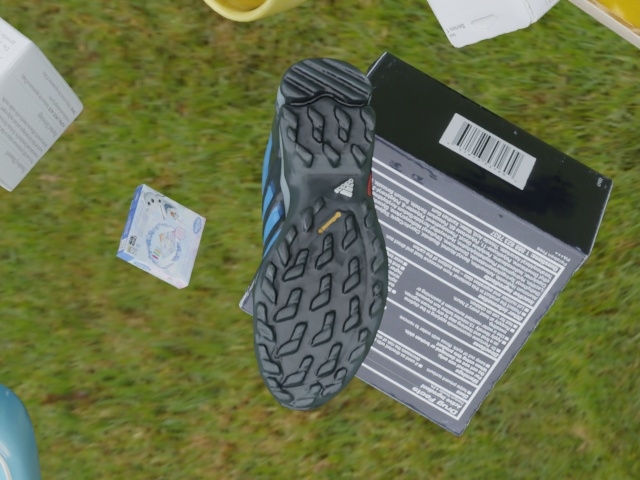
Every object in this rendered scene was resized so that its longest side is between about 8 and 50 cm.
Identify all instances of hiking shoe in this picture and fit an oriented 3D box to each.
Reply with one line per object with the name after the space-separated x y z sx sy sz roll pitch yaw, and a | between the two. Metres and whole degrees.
0.000 0.000 1.223 0.113 0.132 0.304 8 77 -5 | hiking shoe

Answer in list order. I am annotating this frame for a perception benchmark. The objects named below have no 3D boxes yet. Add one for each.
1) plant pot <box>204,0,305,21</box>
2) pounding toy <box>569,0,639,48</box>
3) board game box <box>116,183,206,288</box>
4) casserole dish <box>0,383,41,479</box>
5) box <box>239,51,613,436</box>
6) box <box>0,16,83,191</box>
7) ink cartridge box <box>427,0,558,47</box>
-0.041 -0.450 1.932 0.254 0.239 0.254 27 128 41 | plant pot
0.170 -0.168 0.748 0.141 0.130 0.100 40 69 21 | pounding toy
-0.180 -0.004 1.599 0.020 0.090 0.090 -23 46 48 | board game box
-0.189 0.150 0.685 0.114 0.037 0.188 -8 117 -16 | casserole dish
0.112 0.004 1.554 0.296 0.183 0.294 31 126 2 | box
-0.351 -0.165 1.358 0.181 0.182 0.119 38 83 13 | box
0.262 -0.353 1.807 0.160 0.219 0.092 -10 116 53 | ink cartridge box
